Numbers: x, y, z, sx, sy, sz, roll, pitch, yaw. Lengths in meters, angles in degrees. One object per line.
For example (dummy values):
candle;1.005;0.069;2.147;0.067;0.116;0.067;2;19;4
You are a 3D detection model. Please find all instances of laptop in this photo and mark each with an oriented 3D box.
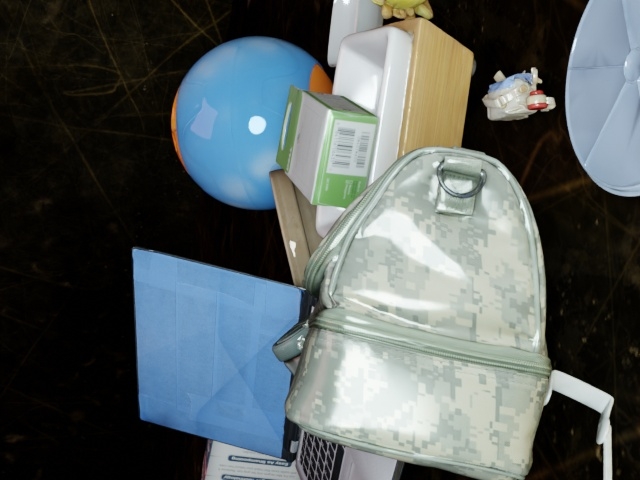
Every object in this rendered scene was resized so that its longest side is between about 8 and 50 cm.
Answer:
laptop;-0.096;0.259;1.161;0.407;0.237;0.381;-119;27;-43

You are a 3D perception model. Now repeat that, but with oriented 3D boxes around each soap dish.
soap dish;0.088;-0.118;1.059;0.229;0.118;0.290;-150;65;-72

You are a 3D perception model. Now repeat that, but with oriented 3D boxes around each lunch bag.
lunch bag;0.090;0.060;0.787;0.305;0.213;0.255;83;-159;-83

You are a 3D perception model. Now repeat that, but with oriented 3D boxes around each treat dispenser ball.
treat dispenser ball;-0.104;-0.194;1.422;0.288;0.288;0.288;-175;90;-73

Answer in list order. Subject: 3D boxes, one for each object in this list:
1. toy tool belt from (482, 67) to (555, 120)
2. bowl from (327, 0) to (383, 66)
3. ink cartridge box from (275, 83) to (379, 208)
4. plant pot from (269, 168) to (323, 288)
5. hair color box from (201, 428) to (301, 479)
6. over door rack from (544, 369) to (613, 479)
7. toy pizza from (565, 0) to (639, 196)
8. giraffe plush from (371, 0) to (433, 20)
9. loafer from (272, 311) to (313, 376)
toy tool belt;0.193;-0.148;0.835;0.083;0.052;0.051;174;92;-72
bowl;0.059;-0.343;1.334;0.142;0.053;0.142;-164;78;-73
ink cartridge box;0.003;-0.118;1.023;0.209;0.062;0.108;-128;47;-67
plant pot;0.000;0.000;1.269;0.237;0.110;0.237;166;90;-88
hair color box;-0.092;0.292;1.425;0.105;0.174;0.347;-99;21;-61
over door rack;0.246;0.143;0.516;0.324;0.108;0.239;-83;9;-51
toy pizza;0.255;-0.133;0.656;0.201;0.032;0.201;-176;90;-74
giraffe plush;0.096;-0.369;1.059;0.210;0.182;0.170;140;119;-67
loafer;0.043;0.098;1.022;0.096;0.267;0.084;-32;91;41
